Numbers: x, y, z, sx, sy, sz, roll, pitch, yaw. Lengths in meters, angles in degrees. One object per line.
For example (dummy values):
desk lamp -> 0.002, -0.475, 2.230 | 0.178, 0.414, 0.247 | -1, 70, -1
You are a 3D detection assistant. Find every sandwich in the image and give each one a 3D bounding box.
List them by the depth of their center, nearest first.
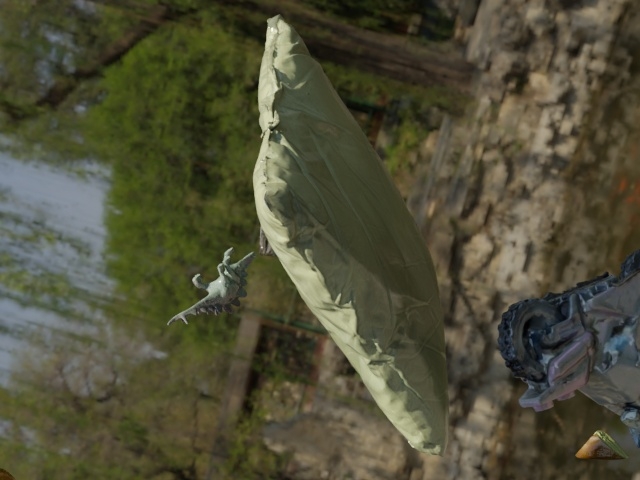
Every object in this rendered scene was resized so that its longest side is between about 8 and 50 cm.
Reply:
sandwich -> 0.430, 0.315, 1.513 | 0.031, 0.083, 0.044 | -16, -84, -51

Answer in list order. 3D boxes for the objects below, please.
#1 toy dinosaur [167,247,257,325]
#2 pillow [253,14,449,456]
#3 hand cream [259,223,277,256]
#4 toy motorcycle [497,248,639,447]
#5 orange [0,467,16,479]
toy dinosaur -> -0.163, 0.081, 1.565 | 0.039, 0.082, 0.209 | -15, 18, 47
pillow -> 0.020, -0.006, 0.780 | 0.274, 0.076, 0.281 | 55, -161, -32
hand cream -> 0.000, 0.000, 1.243 | 0.039, 0.163, 0.062 | -9, 74, 59
toy motorcycle -> 0.285, 0.126, 0.931 | 0.108, 0.239, 0.204 | 153, 97, -74
orange -> -0.513, 0.411, 1.451 | 0.136, 0.158, 0.159 | -130, 53, -69
